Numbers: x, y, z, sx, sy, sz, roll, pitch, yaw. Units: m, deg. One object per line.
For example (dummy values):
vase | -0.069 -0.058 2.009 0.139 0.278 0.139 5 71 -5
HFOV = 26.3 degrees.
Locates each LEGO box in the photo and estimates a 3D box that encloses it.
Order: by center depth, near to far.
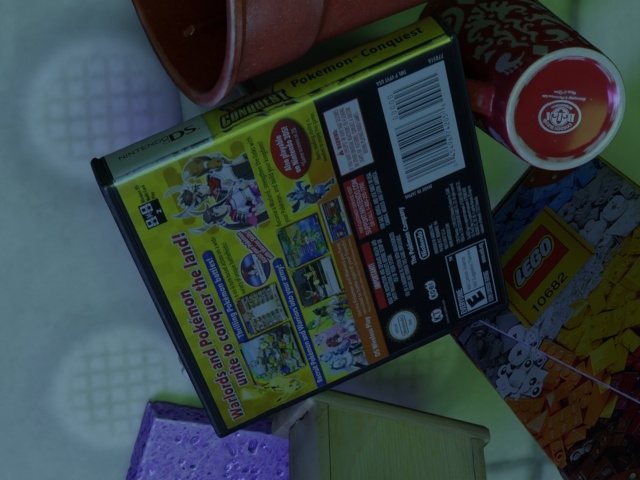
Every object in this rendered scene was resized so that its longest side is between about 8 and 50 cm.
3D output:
LEGO box | 0.374 0.177 1.106 0.500 0.372 0.193 35 100 -28

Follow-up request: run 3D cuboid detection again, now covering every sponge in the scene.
sponge | -0.062 0.209 1.182 0.210 0.031 0.117 11 110 -22

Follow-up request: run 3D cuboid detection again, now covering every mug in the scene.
mug | 0.132 -0.114 1.014 0.150 0.169 0.113 -28 119 -3

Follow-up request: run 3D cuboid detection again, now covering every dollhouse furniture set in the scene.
dollhouse furniture set | -0.023 0.337 1.158 0.362 0.256 0.394 16 140 -22

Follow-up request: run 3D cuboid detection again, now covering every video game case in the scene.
video game case | 0.000 0.000 0.964 0.248 0.035 0.275 -24 135 -6

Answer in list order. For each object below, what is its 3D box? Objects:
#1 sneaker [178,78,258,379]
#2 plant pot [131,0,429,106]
sneaker | -0.075 -0.006 1.040 0.129 0.111 0.297 -13 116 -5
plant pot | 0.013 -0.251 0.879 0.265 0.272 0.272 -18 118 -18
